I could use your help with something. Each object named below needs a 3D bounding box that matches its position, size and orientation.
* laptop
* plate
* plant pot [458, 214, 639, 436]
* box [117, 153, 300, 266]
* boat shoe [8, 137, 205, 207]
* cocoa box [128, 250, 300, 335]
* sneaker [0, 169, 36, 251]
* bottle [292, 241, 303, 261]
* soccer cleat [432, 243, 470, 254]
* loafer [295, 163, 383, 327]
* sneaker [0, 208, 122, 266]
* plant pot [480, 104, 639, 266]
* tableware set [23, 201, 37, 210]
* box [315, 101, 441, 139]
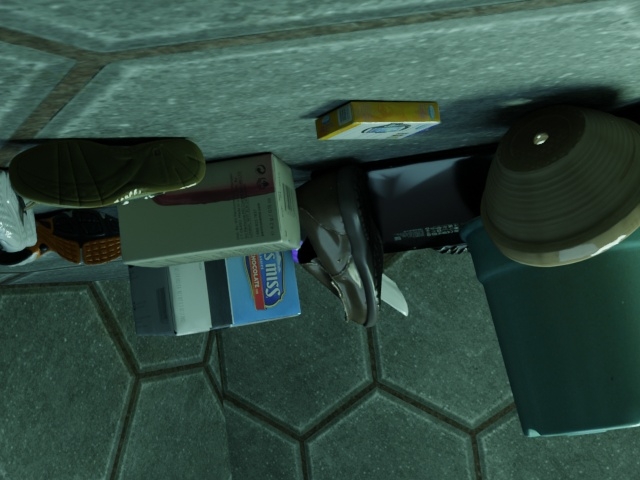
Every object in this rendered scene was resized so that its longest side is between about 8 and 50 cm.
[{"bbox_3d":[0.214,-0.116,1.561,0.382,0.236,0.408,-8,147,11],"label":"laptop"},{"bbox_3d":[0.042,0.029,1.737,0.278,0.045,0.277,36,-179,-17],"label":"plate"},{"bbox_3d":[0.409,0.118,1.328,0.341,0.334,0.341,-8,167,-2],"label":"plant pot"},{"bbox_3d":[-0.158,-0.039,1.252,0.232,0.127,0.148,-7,175,8],"label":"box"},{"bbox_3d":[-0.245,-0.072,0.997,0.223,0.080,0.073,-10,172,-30],"label":"boat shoe"},{"bbox_3d":[-0.209,0.048,1.595,0.228,0.231,0.347,-6,176,-23],"label":"cocoa box"},{"bbox_3d":[-0.457,-0.024,1.112,0.153,0.101,0.268,-9,178,-11],"label":"sneaker"},{"bbox_3d":[0.000,0.000,2.049,0.283,0.118,0.092,-2,176,-41],"label":"bottle"},{"bbox_3d":[0.207,-0.041,1.791,0.318,0.108,0.116,0,-144,20],"label":"soccer cleat"},{"bbox_3d":[0.029,0.012,1.440,0.130,0.134,0.366,-2,138,11],"label":"loafer"},{"bbox_3d":[-0.437,-0.009,1.520,0.262,0.099,0.121,0,-176,12],"label":"sneaker"},{"bbox_3d":[0.296,-0.091,1.091,0.237,0.237,0.110,-11,134,38],"label":"plant pot"},{"bbox_3d":[-0.287,-0.068,1.114,0.141,0.020,0.168,-17,-176,36],"label":"tableware set"},{"bbox_3d":[0.072,-0.138,1.002,0.136,0.028,0.081,-7,176,-31],"label":"box"}]
